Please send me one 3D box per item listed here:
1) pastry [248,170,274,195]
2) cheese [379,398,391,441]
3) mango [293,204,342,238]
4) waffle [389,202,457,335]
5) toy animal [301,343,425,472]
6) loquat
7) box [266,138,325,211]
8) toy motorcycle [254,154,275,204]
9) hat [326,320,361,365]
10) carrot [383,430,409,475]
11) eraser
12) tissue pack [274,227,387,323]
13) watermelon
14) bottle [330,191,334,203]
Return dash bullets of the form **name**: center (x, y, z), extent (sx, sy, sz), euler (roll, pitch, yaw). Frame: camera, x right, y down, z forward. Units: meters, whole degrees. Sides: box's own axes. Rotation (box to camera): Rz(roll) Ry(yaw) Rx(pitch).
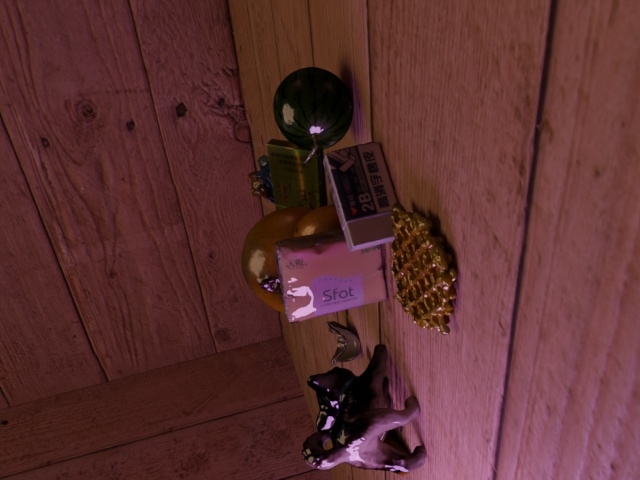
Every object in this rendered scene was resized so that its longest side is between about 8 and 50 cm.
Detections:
- **pastry**: center (-0.192, -0.228, 2.600), extent (0.188, 0.188, 0.103), euler (-155, 59, -77)
- **cheese**: center (0.136, 0.511, 1.926), extent (0.286, 0.082, 0.163), euler (142, 147, -80)
- **mango**: center (0.000, -0.005, 1.734), extent (0.262, 0.157, 0.109), euler (-47, 43, 51)
- **waffle**: center (0.188, 0.055, 1.243), extent (0.238, 0.058, 0.244), euler (-122, 22, -59)
- **toy animal**: center (0.073, 0.432, 1.670), extent (0.344, 0.302, 0.194), euler (-123, 25, -60)
- **loquat**: center (-0.069, 0.045, 1.998), extent (0.359, 0.328, 0.329), euler (-55, -36, -53)
- **box**: center (-0.072, -0.171, 2.100), extent (0.043, 0.172, 0.311), euler (-56, -29, -44)
- **toy motorcycle**: center (-0.098, -0.197, 2.284), extent (0.182, 0.241, 0.319), euler (-60, 28, -2)
- **hat**: center (0.090, 0.341, 2.157), extent (0.175, 0.084, 0.147), euler (-2, 90, 57)
- **carrot**: center (0.195, 0.585, 1.862), extent (0.260, 0.070, 0.070), euler (-142, 40, -76)
- **eraser**: center (0.091, -0.093, 1.391), extent (0.068, 0.124, 0.210), euler (117, 138, -73)
- **tissue pack**: center (0.024, 0.073, 1.599), extent (0.123, 0.256, 0.215), euler (-118, 18, -65)
- **watermelon**: center (-0.016, -0.298, 1.523), extent (0.188, 0.187, 0.215), euler (88, 179, -48)
- **bottle**: center (0.063, -0.113, 1.719), extent (0.140, 0.053, 0.053), euler (-145, 42, -74)
